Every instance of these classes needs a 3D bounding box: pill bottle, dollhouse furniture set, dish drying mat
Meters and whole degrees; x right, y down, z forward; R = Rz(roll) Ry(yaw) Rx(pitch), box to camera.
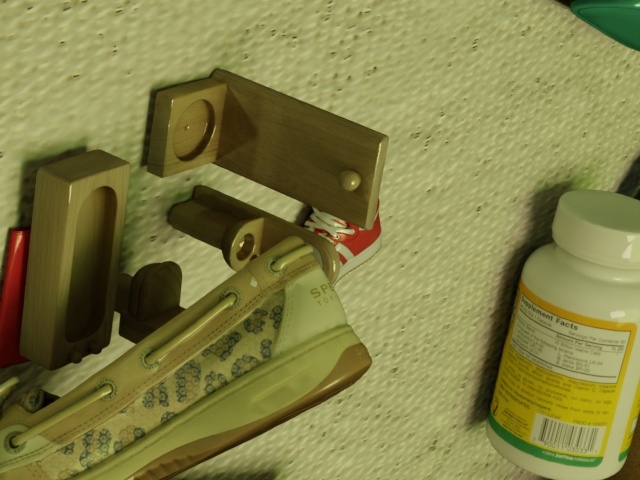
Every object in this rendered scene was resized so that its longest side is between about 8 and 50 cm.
[{"bbox_3d":[0.205,0.072,1.494,0.117,0.117,0.208,-16,124,-48],"label":"pill bottle"},{"bbox_3d":[-0.065,0.003,1.063,0.151,0.123,0.144,-23,129,-51],"label":"dollhouse furniture set"},{"bbox_3d":[-0.165,0.031,1.060,0.032,0.008,0.083,-13,122,-51],"label":"dish drying mat"}]

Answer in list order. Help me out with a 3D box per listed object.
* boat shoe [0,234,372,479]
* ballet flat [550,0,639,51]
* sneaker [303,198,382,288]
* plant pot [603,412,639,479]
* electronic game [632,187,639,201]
[{"bbox_3d":[-0.115,0.095,1.044,0.285,0.089,0.104,-25,174,-3],"label":"boat shoe"},{"bbox_3d":[0.189,-0.212,1.297,0.400,0.139,0.139,6,107,-59],"label":"ballet flat"},{"bbox_3d":[0.000,0.000,1.233,0.118,0.042,0.067,-43,146,-40],"label":"sneaker"},{"bbox_3d":[0.329,0.206,1.596,0.237,0.254,0.237,-28,171,-5],"label":"plant pot"},{"bbox_3d":[0.311,0.000,1.652,0.229,0.048,0.229,-32,141,-31],"label":"electronic game"}]
